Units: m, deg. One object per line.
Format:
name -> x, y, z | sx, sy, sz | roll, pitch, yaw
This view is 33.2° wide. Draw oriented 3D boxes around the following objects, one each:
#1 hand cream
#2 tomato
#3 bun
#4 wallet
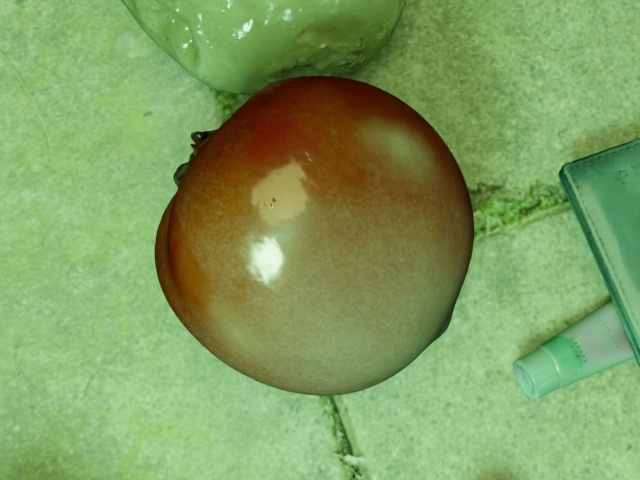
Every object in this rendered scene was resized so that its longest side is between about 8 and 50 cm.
hand cream -> 0.291, 0.112, 1.153 | 0.174, 0.047, 0.076 | -24, 76, -14
tomato -> 0.000, 0.000, 1.062 | 0.322, 0.321, 0.321 | -1, 73, 2
bun -> -0.067, -0.340, 1.207 | 0.362, 0.234, 0.326 | 35, 73, 5
wallet -> 0.434, -0.015, 1.170 | 0.290, 0.054, 0.251 | -18, 73, -5
